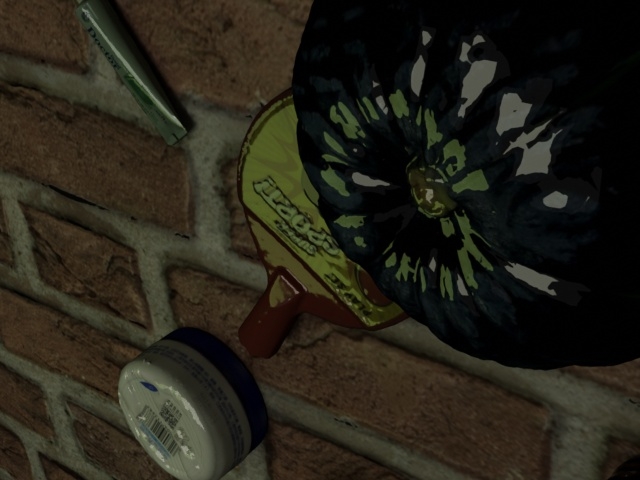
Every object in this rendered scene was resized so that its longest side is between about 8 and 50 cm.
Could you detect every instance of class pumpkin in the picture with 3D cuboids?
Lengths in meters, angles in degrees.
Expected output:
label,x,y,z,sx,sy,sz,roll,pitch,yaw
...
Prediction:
label,x,y,z,sx,sy,sz,roll,pitch,yaw
pumpkin,0.148,-0.081,0.723,0.363,0.266,0.364,28,138,28

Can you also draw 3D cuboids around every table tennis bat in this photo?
label,x,y,z,sx,sy,sz,roll,pitch,yaw
table tennis bat,0.000,0.000,1.092,0.268,0.051,0.415,45,136,12

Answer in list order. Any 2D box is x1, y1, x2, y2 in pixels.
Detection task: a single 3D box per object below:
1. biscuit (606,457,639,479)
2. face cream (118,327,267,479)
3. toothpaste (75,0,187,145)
label,x,y,z,sx,sy,sz,roll,pitch,yaw
biscuit,0.373,0.230,0.797,0.107,0.073,0.388,56,153,-1
face cream,-0.183,0.234,1.379,0.205,0.111,0.206,24,129,32
toothpaste,-0.227,-0.209,1.176,0.218,0.041,0.064,57,151,-7
